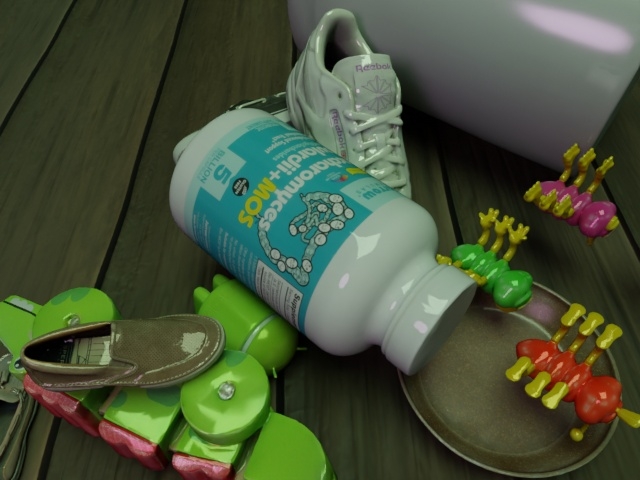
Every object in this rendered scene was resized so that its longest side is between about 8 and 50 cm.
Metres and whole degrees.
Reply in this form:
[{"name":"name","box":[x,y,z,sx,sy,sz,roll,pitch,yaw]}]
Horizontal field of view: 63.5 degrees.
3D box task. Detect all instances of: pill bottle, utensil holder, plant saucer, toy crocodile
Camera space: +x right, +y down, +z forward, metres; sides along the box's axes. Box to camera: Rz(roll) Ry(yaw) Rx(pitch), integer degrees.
[{"name":"pill bottle","box":[0.000,0.000,0.458,0.264,0.146,0.146,35,59,25]},{"name":"utensil holder","box":[0.209,-0.298,0.629,0.385,0.328,0.327,31,58,21]},{"name":"plant saucer","box":[0.167,0.119,0.479,0.198,0.036,0.199,0,51,0]},{"name":"toy crocodile","box":[-0.139,0.131,0.416,0.340,0.115,0.105,19,54,14]}]

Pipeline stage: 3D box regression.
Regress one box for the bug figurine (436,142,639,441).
[{"name":"bug figurine","box":[0.244,0.027,0.470,0.279,0.072,0.216,-38,52,-12]}]

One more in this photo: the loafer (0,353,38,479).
[{"name":"loafer","box":[-0.276,0.151,0.448,0.045,0.039,0.125,-10,52,-9]}]

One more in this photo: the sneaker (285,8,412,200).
[{"name":"sneaker","box":[0.035,-0.103,0.554,0.114,0.152,0.305,-13,73,-20]}]

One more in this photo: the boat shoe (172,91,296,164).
[{"name":"boat shoe","box":[-0.090,-0.139,0.663,0.219,0.078,0.070,-22,55,-27]}]

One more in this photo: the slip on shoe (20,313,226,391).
[{"name":"slip on shoe","box":[-0.136,0.075,0.361,0.135,0.041,0.052,-5,56,-4]}]

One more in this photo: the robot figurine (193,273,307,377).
[{"name":"robot figurine","box":[-0.069,0.081,0.487,0.115,0.067,0.101,33,46,23]}]
